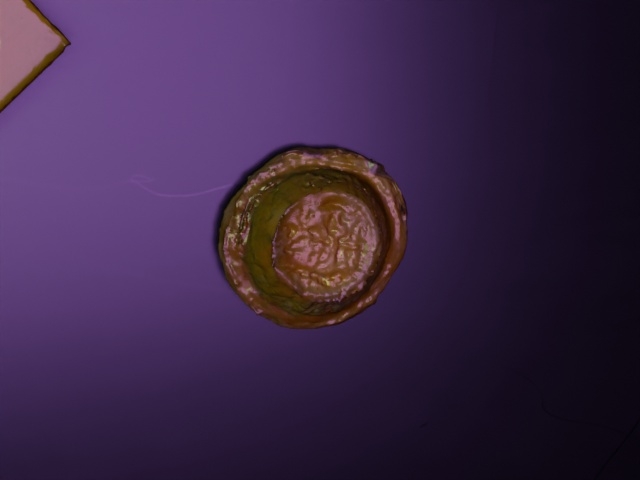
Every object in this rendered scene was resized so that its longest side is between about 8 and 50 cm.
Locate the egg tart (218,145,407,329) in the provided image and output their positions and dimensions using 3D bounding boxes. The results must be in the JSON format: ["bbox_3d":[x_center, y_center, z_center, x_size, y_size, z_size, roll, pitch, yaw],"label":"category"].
[{"bbox_3d":[0.000,0.000,1.759,0.288,0.118,0.288,-2,98,-16],"label":"egg tart"}]

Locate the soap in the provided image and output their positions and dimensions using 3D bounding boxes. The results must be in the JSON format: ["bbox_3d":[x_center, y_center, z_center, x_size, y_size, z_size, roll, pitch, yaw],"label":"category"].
[{"bbox_3d":[-0.509,-0.219,1.603,0.324,0.096,0.204,-45,107,-2],"label":"soap"}]
